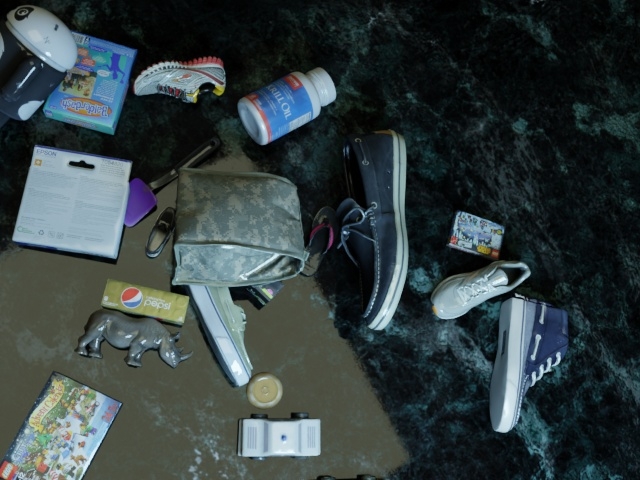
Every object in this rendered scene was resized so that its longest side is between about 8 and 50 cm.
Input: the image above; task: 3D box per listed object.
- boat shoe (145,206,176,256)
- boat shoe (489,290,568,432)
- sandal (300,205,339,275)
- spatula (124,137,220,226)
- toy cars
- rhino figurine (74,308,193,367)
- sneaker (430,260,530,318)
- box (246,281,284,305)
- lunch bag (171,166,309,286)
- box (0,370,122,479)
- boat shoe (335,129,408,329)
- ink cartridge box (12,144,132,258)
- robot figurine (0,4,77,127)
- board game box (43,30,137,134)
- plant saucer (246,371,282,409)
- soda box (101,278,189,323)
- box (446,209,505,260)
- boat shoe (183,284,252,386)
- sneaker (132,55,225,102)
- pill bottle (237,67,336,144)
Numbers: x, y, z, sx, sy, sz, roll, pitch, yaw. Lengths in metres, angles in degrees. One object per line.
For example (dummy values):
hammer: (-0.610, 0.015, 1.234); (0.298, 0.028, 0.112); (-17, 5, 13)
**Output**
boat shoe: (-0.364, -0.023, 1.600); (0.046, 0.038, 0.125); (28, 73, -6)
boat shoe: (0.507, 0.297, 1.679); (0.158, 0.127, 0.341); (13, 74, -2)
sandal: (0.000, 0.000, 1.679); (0.067, 0.040, 0.179); (24, 73, -7)
spatula: (-0.354, -0.151, 1.637); (0.296, 0.030, 0.084); (-40, 86, -18)
toy cars: (-0.008, 0.500, 1.535); (0.393, 0.087, 0.176); (42, 71, -1)
rhino figurine: (-0.396, 0.217, 1.519); (0.243, 0.073, 0.106); (14, 77, -11)
sneaker: (0.389, 0.106, 1.703); (0.262, 0.121, 0.099); (-25, 83, -17)
box: (-0.127, 0.106, 1.601); (0.062, 0.083, 0.052); (43, 72, -1)
lunch bag: (-0.176, -0.026, 1.544); (0.287, 0.169, 0.235); (2, 49, -11)
box: (-0.540, 0.411, 1.454); (0.159, 0.044, 0.233); (27, 72, -6)
boat shoe: (0.111, -0.036, 1.642); (0.156, 0.187, 0.500); (7, 69, -13)
ink cartridge box: (-0.546, -0.085, 1.563); (0.223, 0.045, 0.224); (10, 77, -6)
robot figurine: (-0.660, -0.378, 1.522); (0.278, 0.173, 0.209); (-46, 77, 6)
board game box: (-0.534, -0.368, 1.637); (0.160, 0.047, 0.210); (15, 74, -9)
plant saucer: (-0.125, 0.339, 1.583); (0.083, 0.015, 0.083); (3, 76, -12)
soda box: (-0.385, 0.137, 1.548); (0.181, 0.058, 0.061); (14, 74, -10)
box: (0.395, -0.012, 1.781); (0.137, 0.027, 0.094); (17, 75, -9)
boat shoe: (-0.214, 0.172, 1.556); (0.094, 0.109, 0.302); (-23, 81, -19)
sneaker: (-0.332, -0.374, 1.665); (0.225, 0.088, 0.093); (-13, 82, -16)
pill bottle: (-0.078, -0.332, 1.696); (0.221, 0.124, 0.124); (-32, 86, -18)
